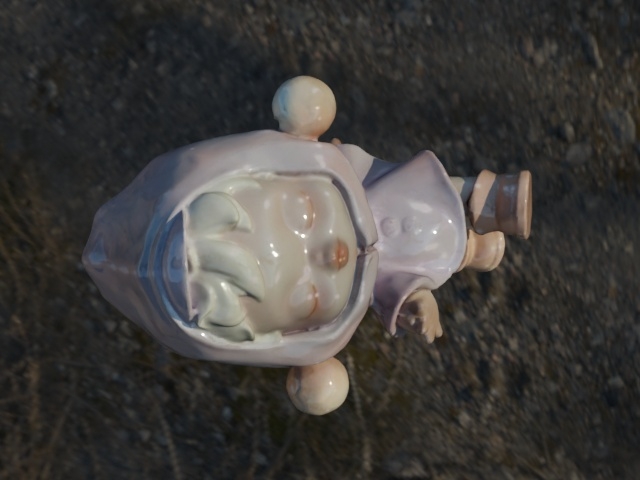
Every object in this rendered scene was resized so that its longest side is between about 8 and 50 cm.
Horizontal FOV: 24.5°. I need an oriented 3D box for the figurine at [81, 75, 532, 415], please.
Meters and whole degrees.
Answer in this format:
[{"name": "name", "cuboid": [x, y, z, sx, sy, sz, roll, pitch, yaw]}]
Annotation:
[{"name": "figurine", "cuboid": [-0.001, 0.000, 0.888, 0.276, 0.133, 0.200, -6, 100, -27]}]
